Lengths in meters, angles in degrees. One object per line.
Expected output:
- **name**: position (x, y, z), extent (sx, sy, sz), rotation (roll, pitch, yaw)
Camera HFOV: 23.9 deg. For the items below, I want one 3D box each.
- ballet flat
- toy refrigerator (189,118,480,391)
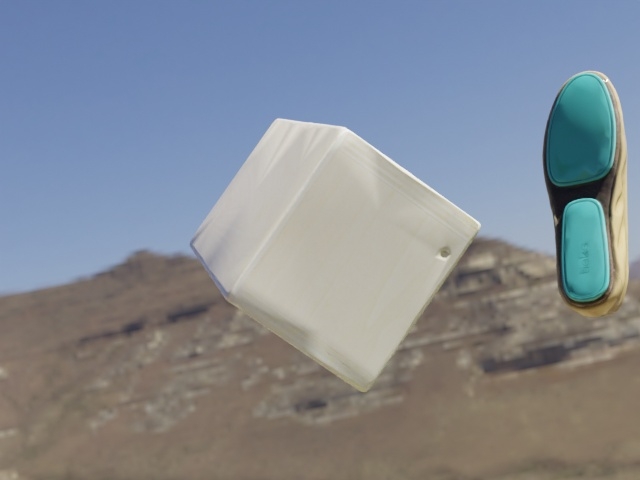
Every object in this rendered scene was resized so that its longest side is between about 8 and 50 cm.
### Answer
- **ballet flat**: position (0.249, -0.039, 1.399), extent (0.080, 0.232, 0.073), rotation (-4, -17, 28)
- **toy refrigerator**: position (0.000, 0.000, 0.851), extent (0.102, 0.094, 0.269), rotation (-55, 11, -1)
